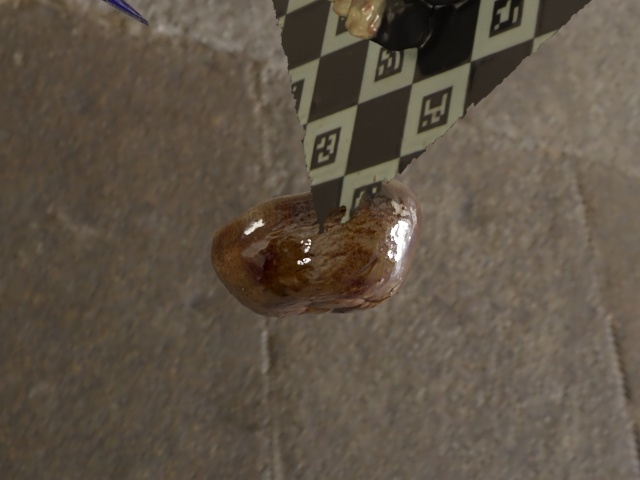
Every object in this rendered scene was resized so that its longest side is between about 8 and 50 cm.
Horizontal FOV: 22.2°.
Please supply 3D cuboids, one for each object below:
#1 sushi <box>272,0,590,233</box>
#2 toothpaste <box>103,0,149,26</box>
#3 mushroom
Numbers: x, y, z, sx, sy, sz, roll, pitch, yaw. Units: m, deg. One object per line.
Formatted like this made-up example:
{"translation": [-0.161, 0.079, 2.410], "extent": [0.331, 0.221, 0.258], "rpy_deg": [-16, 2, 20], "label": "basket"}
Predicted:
{"translation": [0.058, -0.181, 0.993], "extent": [0.050, 0.290, 0.264], "rpy_deg": [27, 37, -34], "label": "sushi"}
{"translation": [-0.133, -0.150, 0.941], "extent": [0.083, 0.015, 0.024], "rpy_deg": [37, -3, -1], "label": "toothpaste"}
{"translation": [0.004, 0.015, 1.704], "extent": [0.231, 0.194, 0.138], "rpy_deg": [-14, 91, -14], "label": "mushroom"}
